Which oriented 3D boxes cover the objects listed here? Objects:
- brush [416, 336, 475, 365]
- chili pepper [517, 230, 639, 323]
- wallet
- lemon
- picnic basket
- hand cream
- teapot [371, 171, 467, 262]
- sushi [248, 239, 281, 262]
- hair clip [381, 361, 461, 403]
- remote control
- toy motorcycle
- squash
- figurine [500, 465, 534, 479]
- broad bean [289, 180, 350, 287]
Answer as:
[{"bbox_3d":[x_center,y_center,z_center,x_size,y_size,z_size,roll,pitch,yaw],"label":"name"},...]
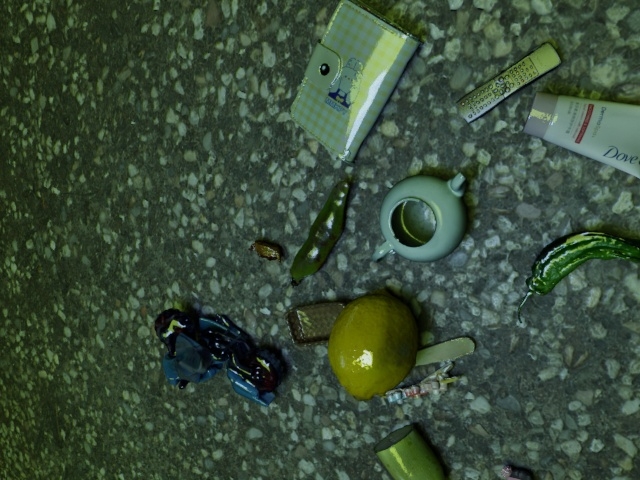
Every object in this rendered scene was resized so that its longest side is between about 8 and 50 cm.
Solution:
[{"bbox_3d":[0.215,0.289,1.307,0.337,0.020,0.085,-22,88,30],"label":"brush"},{"bbox_3d":[0.496,0.051,1.073,0.279,0.065,0.122,-32,81,26],"label":"chili pepper"},{"bbox_3d":[0.065,-0.363,1.229,0.223,0.077,0.309,38,117,13],"label":"wallet"},{"bbox_3d":[0.121,0.235,1.231,0.204,0.204,0.260,8,68,28],"label":"lemon"},{"bbox_3d":[0.005,0.210,1.387,0.194,0.055,0.110,-12,96,30],"label":"picnic basket"},{"bbox_3d":[0.511,-0.205,1.011,0.248,0.083,0.133,18,111,15],"label":"hand cream"},{"bbox_3d":[0.216,-0.045,1.172,0.294,0.129,0.193,-45,77,28],"label":"teapot"},{"bbox_3d":[-0.139,0.029,1.432,0.099,0.050,0.047,21,104,31],"label":"sushi"},{"bbox_3d":[0.238,0.354,1.289,0.214,0.062,0.056,-33,54,25],"label":"hair clip"},{"bbox_3d":[0.373,-0.313,1.088,0.212,0.028,0.059,-31,88,31],"label":"remote control"},{"bbox_3d":[-0.299,0.348,1.539,0.416,0.172,0.232,19,116,16],"label":"toy motorcycle"},{"bbox_3d":[0.228,0.545,1.303,0.123,0.123,0.186,-41,83,29],"label":"squash"},{"bbox_3d":[0.445,0.571,1.222,0.072,0.054,0.129,9,112,43],"label":"figurine"},{"bbox_3d":[0.000,0.000,1.342,0.077,0.061,0.339,44,118,28],"label":"broad bean"}]
